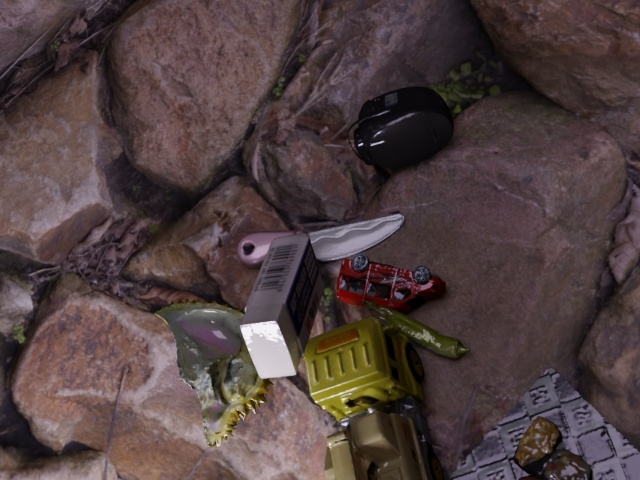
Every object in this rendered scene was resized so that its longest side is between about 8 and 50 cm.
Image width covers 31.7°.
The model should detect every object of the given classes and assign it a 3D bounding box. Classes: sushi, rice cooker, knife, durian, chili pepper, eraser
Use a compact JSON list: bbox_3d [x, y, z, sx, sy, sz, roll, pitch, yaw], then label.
[{"bbox_3d":[0.376,0.392,1.835,0.292,0.059,0.294,-45,58,-4],"label":"sushi"},{"bbox_3d":[0.153,-0.216,2.165,0.203,0.142,0.118,-15,49,13],"label":"rice cooker"},{"bbox_3d":[0.000,0.003,2.177,0.336,0.043,0.081,-9,69,14],"label":"knife"},{"bbox_3d":[-0.180,0.231,2.042,0.172,0.166,0.306,-39,49,29],"label":"durian"},{"bbox_3d":[0.169,0.162,2.015,0.208,0.049,0.043,25,101,11],"label":"chili pepper"},{"bbox_3d":[-0.065,0.112,2.026,0.081,0.124,0.279,-8,31,17],"label":"eraser"}]

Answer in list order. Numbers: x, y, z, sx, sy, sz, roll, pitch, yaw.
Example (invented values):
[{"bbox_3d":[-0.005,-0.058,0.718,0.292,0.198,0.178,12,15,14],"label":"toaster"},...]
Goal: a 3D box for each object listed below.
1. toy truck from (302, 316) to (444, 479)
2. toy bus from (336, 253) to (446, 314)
[{"bbox_3d":[0.084,0.329,1.870,0.181,0.254,0.405,-19,57,16],"label":"toy truck"},{"bbox_3d":[0.130,0.085,2.065,0.195,0.081,0.089,10,79,25],"label":"toy bus"}]
